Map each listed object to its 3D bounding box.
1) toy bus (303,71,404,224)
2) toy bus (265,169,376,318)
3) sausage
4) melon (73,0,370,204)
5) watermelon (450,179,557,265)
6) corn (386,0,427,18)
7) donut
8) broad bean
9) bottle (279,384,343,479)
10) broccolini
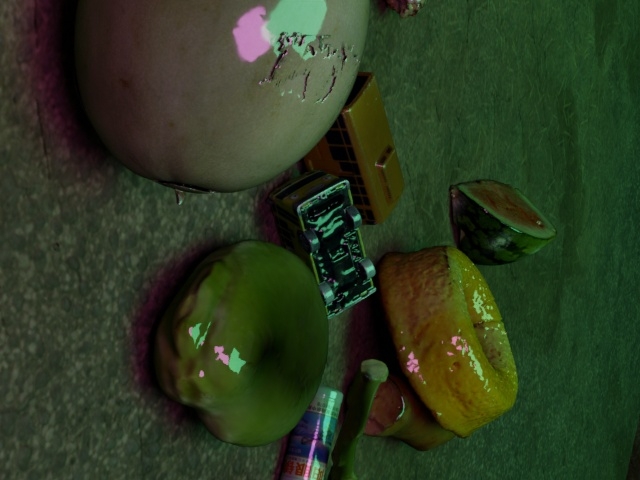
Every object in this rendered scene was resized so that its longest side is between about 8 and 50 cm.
[{"bbox_3d":[0.039,-0.116,1.456,0.098,0.114,0.201,-57,141,-39],"label":"toy bus"},{"bbox_3d":[0.000,0.000,1.419,0.088,0.101,0.175,-29,124,-21],"label":"toy bus"},{"bbox_3d":[0.130,0.261,1.698,0.270,0.109,0.108,32,67,-56],"label":"sausage"},{"bbox_3d":[-0.091,-0.194,1.053,0.268,0.269,0.330,15,96,-61],"label":"melon"},{"bbox_3d":[0.318,-0.012,2.020,0.128,0.159,0.303,-52,158,22],"label":"watermelon"},{"bbox_3d":[0.167,-0.432,1.669,0.280,0.092,0.092,-57,141,-32],"label":"corn"},{"bbox_3d":[0.201,0.138,1.679,0.303,0.110,0.302,50,26,-34],"label":"donut"},{"bbox_3d":[-0.082,0.118,1.280,0.291,0.119,0.237,-9,94,-63],"label":"broad bean"},{"bbox_3d":[-0.020,0.300,1.479,0.060,0.060,0.217,36,65,-57],"label":"bottle"},{"bbox_3d":[0.053,0.297,1.458,0.074,0.078,0.392,-13,139,-24],"label":"broccolini"}]
